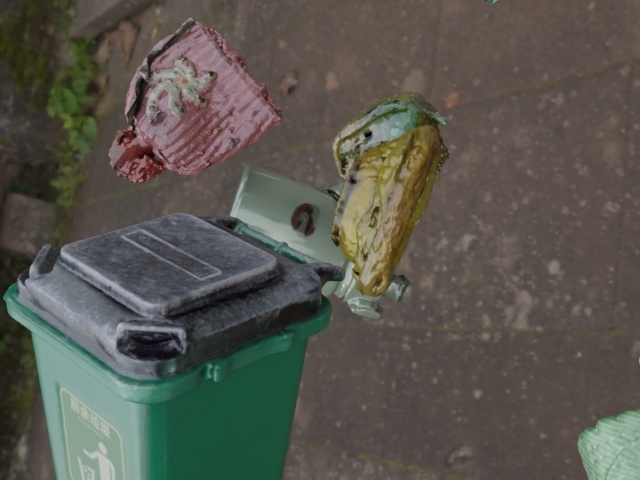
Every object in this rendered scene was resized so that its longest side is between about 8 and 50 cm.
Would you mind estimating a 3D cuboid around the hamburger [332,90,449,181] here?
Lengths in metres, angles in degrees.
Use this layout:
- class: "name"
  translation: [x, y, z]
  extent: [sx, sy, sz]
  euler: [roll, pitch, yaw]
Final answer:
- class: "hamburger"
  translation: [0.141, -0.199, 1.981]
  extent: [0.288, 0.192, 0.168]
  euler: [-25, 58, 19]

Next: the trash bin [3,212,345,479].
- class: "trash bin"
  translation: [-0.149, 0.178, 0.993]
  extent: [0.259, 0.295, 0.381]
  euler: [26, 122, 37]

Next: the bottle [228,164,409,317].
- class: "bottle"
  translation: [0.000, 0.000, 1.674]
  extent: [0.229, 0.351, 0.229]
  euler: [-164, 90, -84]

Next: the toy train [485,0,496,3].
- class: "toy train"
  translation: [0.329, -0.520, 1.519]
  extent: [0.285, 0.116, 0.177]
  euler: [-40, 17, 46]

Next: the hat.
- class: "hat"
  translation: [-0.230, -0.205, 1.504]
  extent: [0.286, 0.107, 0.237]
  euler: [-40, 81, -1]

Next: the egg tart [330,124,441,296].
- class: "egg tart"
  translation: [0.098, -0.054, 1.452]
  extent: [0.294, 0.123, 0.294]
  euler: [22, -90, -82]

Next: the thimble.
- class: "thimble"
  translation: [0.542, 0.359, 1.503]
  extent: [0.219, 0.219, 0.150]
  euler: [-41, 53, 41]
